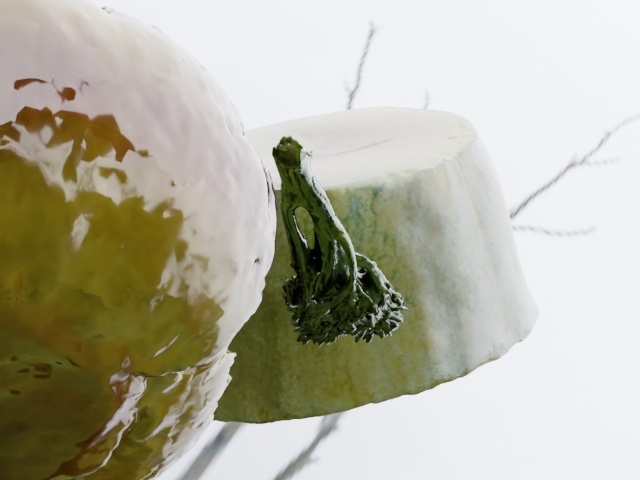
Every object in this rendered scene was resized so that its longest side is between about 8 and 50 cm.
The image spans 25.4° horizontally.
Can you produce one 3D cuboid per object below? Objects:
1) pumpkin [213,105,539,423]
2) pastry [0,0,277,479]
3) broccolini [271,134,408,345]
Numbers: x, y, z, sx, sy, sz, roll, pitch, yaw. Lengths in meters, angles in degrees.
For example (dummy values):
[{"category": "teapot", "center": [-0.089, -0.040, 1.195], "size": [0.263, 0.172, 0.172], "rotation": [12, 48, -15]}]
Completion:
[{"category": "pumpkin", "center": [0.000, 0.000, 1.187], "size": [0.332, 0.332, 0.199], "rotation": [2, -66, 39]}, {"category": "pastry", "center": [-0.193, 0.025, 0.617], "size": [0.356, 0.164, 0.356], "rotation": [-12, -37, -9]}, {"category": "broccolini", "center": [-0.001, 0.009, 0.838], "size": [0.074, 0.058, 0.201], "rotation": [-21, -27, 4]}]
